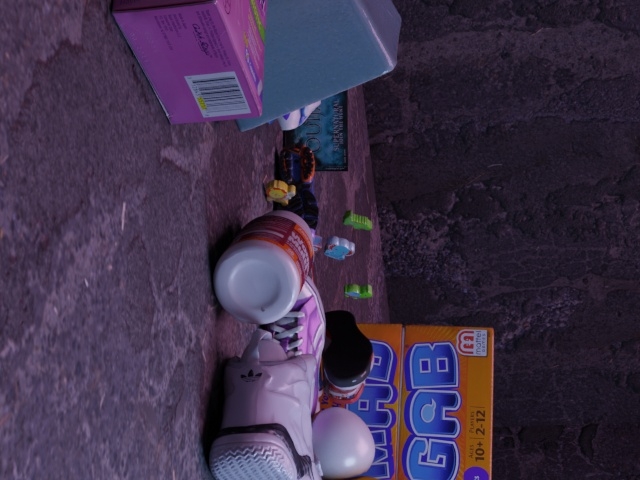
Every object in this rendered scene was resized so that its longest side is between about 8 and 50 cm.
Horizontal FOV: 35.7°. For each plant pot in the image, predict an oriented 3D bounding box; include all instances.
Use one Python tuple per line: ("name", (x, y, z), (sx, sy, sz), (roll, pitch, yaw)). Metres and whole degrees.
("plant pot", (-0.049, -0.350, 1.435), (0.252, 0.248, 0.247), (62, 19, -25))

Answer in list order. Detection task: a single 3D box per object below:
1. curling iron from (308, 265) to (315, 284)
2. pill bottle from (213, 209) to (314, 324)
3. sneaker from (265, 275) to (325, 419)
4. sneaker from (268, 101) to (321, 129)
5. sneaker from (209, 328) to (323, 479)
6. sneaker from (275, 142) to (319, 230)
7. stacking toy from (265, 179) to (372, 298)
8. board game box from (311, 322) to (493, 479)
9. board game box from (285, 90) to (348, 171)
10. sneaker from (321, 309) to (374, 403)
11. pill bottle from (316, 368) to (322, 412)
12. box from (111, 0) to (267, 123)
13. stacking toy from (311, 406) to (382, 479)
("curling iron", (-0.020, 0.105, 2.037), (0.068, 0.035, 0.274), (-26, 112, -81))
("pill bottle", (-0.074, 0.030, 1.440), (0.221, 0.121, 0.121), (-64, 149, -72))
("sneaker", (-0.050, 0.190, 1.609), (0.161, 0.102, 0.282), (-45, 131, -74))
("sneaker", (-0.055, -0.313, 1.675), (0.323, 0.130, 0.236), (69, 14, -79))
("sneaker", (-0.051, 0.283, 1.416), (0.366, 0.137, 0.210), (68, 23, -54))
("sneaker", (-0.041, -0.068, 1.847), (0.087, 0.083, 0.221), (90, 4, -65))
("stacking toy", (0.000, 0.000, 1.729), (0.052, 0.221, 0.167), (-44, -144, 48))
("board game box", (0.182, 0.391, 2.086), (0.356, 0.356, 0.356), (65, 28, -68))
("board game box", (-0.008, -0.223, 1.961), (0.026, 0.126, 0.186), (86, 3, -66))
("sneaker", (0.049, 0.238, 1.765), (0.270, 0.090, 0.145), (-109, -169, -70))
("pill bottle", (-0.031, 0.251, 1.799), (0.067, 0.067, 0.120), (-44, 129, -79))
("box", (-0.141, -0.297, 1.163), (0.213, 0.117, 0.243), (70, 18, -61))
("stacking toy", (0.068, 0.508, 1.608), (0.350, 0.351, 0.479), (33, 44, -79))
